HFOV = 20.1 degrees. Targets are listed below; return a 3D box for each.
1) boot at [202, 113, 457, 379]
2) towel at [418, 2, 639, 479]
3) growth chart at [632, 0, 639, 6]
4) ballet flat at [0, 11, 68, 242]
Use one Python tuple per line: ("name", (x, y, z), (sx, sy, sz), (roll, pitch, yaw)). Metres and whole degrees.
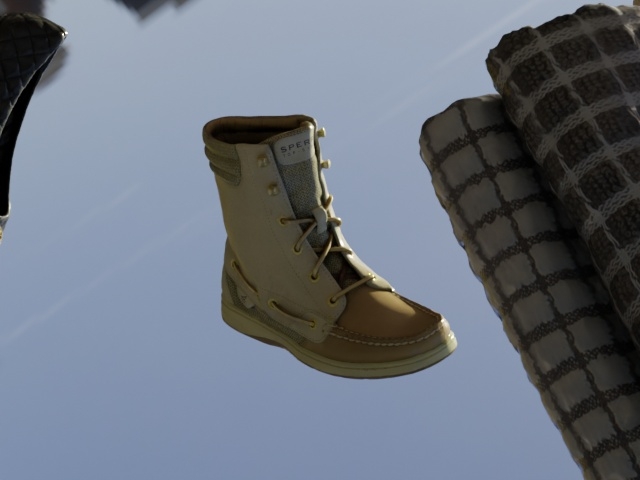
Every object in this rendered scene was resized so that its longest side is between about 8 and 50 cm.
("boot", (0.000, 0.000, 1.260), (0.077, 0.165, 0.213), (-25, -151, -38))
("towel", (0.201, 0.021, 0.750), (0.284, 0.235, 0.121), (-3, 146, -44))
("growth chart", (0.212, -0.170, 1.002), (0.021, 0.172, 0.237), (-11, -131, 28))
("ballet flat", (-0.206, -0.064, 1.179), (0.057, 0.049, 0.173), (-44, 146, -86))
